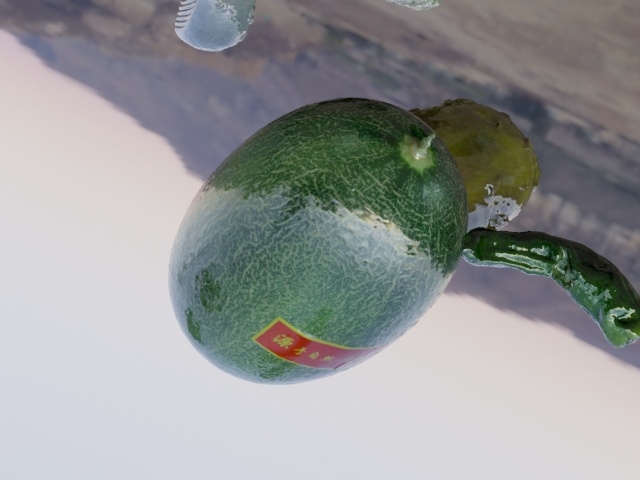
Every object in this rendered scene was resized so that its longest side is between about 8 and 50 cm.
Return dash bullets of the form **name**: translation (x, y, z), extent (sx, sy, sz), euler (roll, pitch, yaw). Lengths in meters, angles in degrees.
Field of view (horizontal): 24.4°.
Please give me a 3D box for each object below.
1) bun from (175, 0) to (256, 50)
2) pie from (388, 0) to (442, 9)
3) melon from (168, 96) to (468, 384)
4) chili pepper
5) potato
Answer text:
- **bun**: translation (-0.112, -0.282, 1.703), extent (0.083, 0.141, 0.141), euler (13, -172, -19)
- **pie**: translation (0.010, -0.327, 1.483), extent (0.257, 0.105, 0.274), euler (33, -167, -49)
- **melon**: translation (0.000, 0.000, 1.048), extent (0.182, 0.182, 0.287), euler (25, 144, -18)
- **chili pepper**: translation (0.205, 0.028, 1.282), extent (0.182, 0.073, 0.050), euler (25, 147, 3)
- **potato**: translation (0.060, -0.042, 1.367), extent (0.298, 0.141, 0.176), euler (-17, 168, -9)
